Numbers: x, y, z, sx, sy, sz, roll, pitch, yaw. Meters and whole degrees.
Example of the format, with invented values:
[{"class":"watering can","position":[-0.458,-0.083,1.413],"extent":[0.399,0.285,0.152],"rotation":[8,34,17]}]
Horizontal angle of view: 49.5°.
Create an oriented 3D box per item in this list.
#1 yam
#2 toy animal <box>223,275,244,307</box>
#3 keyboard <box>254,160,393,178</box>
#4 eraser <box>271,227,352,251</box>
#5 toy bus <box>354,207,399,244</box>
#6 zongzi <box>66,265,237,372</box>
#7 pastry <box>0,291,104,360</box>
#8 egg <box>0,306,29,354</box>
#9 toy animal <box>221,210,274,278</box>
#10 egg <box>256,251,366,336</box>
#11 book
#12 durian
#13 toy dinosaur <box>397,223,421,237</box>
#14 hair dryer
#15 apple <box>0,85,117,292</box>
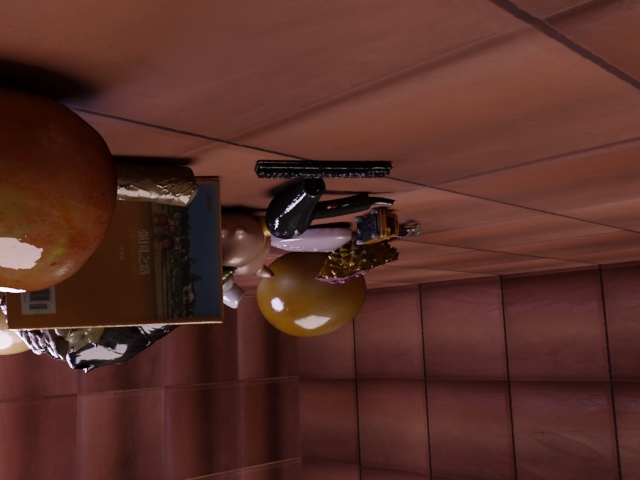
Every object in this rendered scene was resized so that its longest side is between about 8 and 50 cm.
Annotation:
[{"class":"yam","position":[-0.374,-0.090,1.090],"extent":[0.357,0.081,0.081],"rotation":[1,171,-14]},{"class":"toy animal","position":[-0.390,0.107,1.983],"extent":[0.310,0.247,0.182],"rotation":[-12,140,-18]},{"class":"keyboard","position":[0.004,-0.117,1.185],"extent":[0.231,0.023,0.072],"rotation":[-1,174,-10]},{"class":"eraser","position":[0.000,0.001,1.850],"extent":[0.204,0.059,0.243],"rotation":[3,175,-31]},{"class":"toy bus","position":[0.135,-0.031,1.642],"extent":[0.074,0.069,0.162],"rotation":[0,173,-17]},{"class":"zongzi","position":[-0.382,0.102,1.657],"extent":[0.432,0.207,0.403],"rotation":[-26,-163,4]},{"class":"pastry","position":[-0.523,0.064,1.355],"extent":[0.330,0.329,0.136],"rotation":[-9,-176,39]},{"class":"egg","position":[-0.915,0.175,1.985],"extent":[0.374,0.300,0.301],"rotation":[1,172,7]},{"class":"toy animal","position":[-0.188,0.005,1.591],"extent":[0.165,0.149,0.248],"rotation":[14,161,7]},{"class":"egg","position":[-0.029,0.165,2.212],"extent":[0.352,0.282,0.282],"rotation":[-11,170,8]},{"class":"book","position":[-0.362,0.023,1.225],"extent":[0.374,0.262,0.028],"rotation":[-1,-175,-8]},{"class":"durian","position":[0.129,0.039,2.021],"extent":[0.191,0.112,0.341],"rotation":[-27,173,29]},{"class":"toy dinosaur","position":[0.220,-0.024,1.846],"extent":[0.108,0.032,0.220],"rotation":[-6,-179,0]},{"class":"hair dryer","position":[0.034,-0.081,1.365],"extent":[0.272,0.091,0.235],"rotation":[-12,166,-24]},{"class":"apple","position":[-0.367,-0.062,0.789],"extent":[0.254,0.253,0.253],"rotation":[-2,172,0]}]
